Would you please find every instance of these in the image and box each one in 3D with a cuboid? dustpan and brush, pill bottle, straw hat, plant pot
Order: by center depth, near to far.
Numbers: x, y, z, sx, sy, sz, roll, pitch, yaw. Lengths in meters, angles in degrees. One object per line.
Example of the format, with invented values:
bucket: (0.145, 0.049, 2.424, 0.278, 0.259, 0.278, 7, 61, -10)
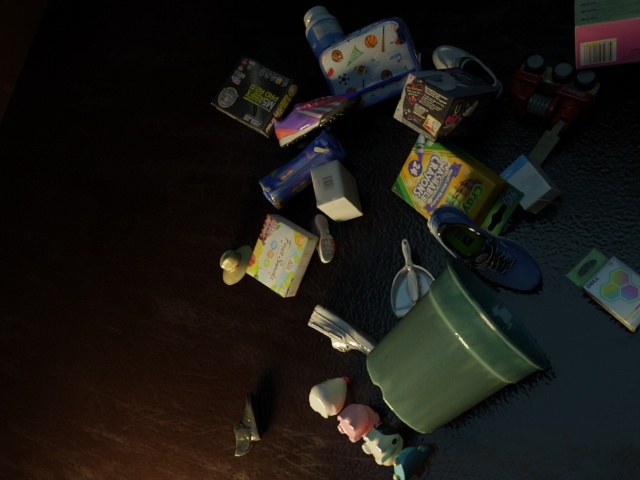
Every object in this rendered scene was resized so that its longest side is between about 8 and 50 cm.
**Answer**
plant pot: (0.315, 0.279, 1.428, 0.334, 0.341, 0.341, -44, 62, 15)
dustpan and brush: (0.261, 0.101, 1.641, 0.147, 0.060, 0.211, -13, 70, 21)
straw hat: (-0.293, 0.067, 1.880, 0.144, 0.061, 0.145, -26, 47, 32)
pill bottle: (0.022, -0.685, 1.954, 0.124, 0.124, 0.222, -29, 64, 15)

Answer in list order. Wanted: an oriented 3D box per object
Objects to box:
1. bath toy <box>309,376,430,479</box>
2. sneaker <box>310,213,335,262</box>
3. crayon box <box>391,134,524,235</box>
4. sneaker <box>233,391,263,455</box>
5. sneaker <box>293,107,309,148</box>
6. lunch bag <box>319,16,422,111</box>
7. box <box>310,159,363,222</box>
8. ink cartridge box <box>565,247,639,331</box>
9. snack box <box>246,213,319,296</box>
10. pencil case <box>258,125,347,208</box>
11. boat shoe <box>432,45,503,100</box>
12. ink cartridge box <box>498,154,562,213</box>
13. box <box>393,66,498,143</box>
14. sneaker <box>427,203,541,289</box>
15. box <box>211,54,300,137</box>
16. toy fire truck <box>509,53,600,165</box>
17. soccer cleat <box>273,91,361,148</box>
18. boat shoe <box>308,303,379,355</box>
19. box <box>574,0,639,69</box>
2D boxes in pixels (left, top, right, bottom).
bath toy: (0.124, 0.492, 1.552, 0.348, 0.151, 0.129, 33, 52, 31)
sneaker: (0.000, 0.000, 1.806, 0.065, 0.061, 0.158, -30, 60, 44)
crayon box: (0.371, -0.137, 1.601, 0.323, 0.083, 0.203, 43, 125, 28)
sneaker: (-0.228, 0.553, 1.735, 0.089, 0.051, 0.170, -19, 71, 14)
sneaker: (-0.074, -0.382, 1.943, 0.053, 0.061, 0.152, -12, 71, 19)
lunch bag: (0.167, -0.544, 1.804, 0.303, 0.115, 0.243, -17, 109, 21)
box: (0.051, -0.146, 1.750, 0.091, 0.170, 0.130, -18, 68, 18)
ink cartridge box: (0.726, 0.113, 1.422, 0.109, 0.062, 0.209, -47, 61, 6)
snack box: (-0.121, 0.046, 1.800, 0.174, 0.070, 0.207, 31, 108, 28)
pencil case: (-0.058, -0.229, 1.850, 0.306, 0.133, 0.119, -36, 90, 12)
boat shoe: (0.435, -0.517, 1.732, 0.096, 0.088, 0.268, -41, 62, 8)
ink cartridge box: (0.567, -0.144, 1.544, 0.090, 0.092, 0.143, -45, 60, 29)
box: (0.354, -0.389, 1.618, 0.163, 0.247, 0.142, 41, 130, 28)
sneaker: (0.421, 0.039, 1.482, 0.329, 0.147, 0.130, 30, 112, -3)
box: (-0.234, -0.520, 2.058, 0.270, 0.060, 0.216, 33, 90, 29)
toy fire truck: (0.611, -0.351, 1.585, 0.217, 0.158, 0.246, 29, 78, 28)
soccer cleat: (-0.018, -0.406, 1.827, 0.318, 0.108, 0.117, -25, 87, 30)
boat shoe: (0.070, 0.280, 1.667, 0.258, 0.095, 0.084, 31, 93, 39)
box: (0.781, -0.562, 1.504, 0.213, 0.117, 0.243, -1, 38, 24)
